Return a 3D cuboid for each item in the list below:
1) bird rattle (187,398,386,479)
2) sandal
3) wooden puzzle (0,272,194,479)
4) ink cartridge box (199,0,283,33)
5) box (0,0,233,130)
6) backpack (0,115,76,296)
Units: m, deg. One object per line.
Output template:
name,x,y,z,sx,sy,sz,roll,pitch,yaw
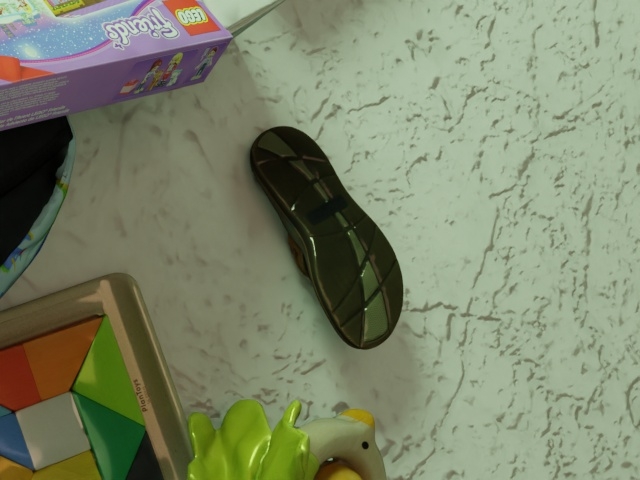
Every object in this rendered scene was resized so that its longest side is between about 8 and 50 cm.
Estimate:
bird rattle,-0.008,0.249,1.351,0.207,0.143,0.253,-22,104,-45
sandal,0.000,0.000,1.437,0.090,0.060,0.219,-28,79,-29
wooden puzzle,-0.229,0.162,1.320,0.238,0.044,0.221,-20,90,-24
ink cartridge box,-0.132,-0.266,1.361,0.092,0.160,0.219,-33,96,-25
box,-0.229,-0.183,1.188,0.201,0.057,0.293,49,37,15
backpack,-0.353,-0.021,1.201,0.290,0.273,0.355,41,82,1
